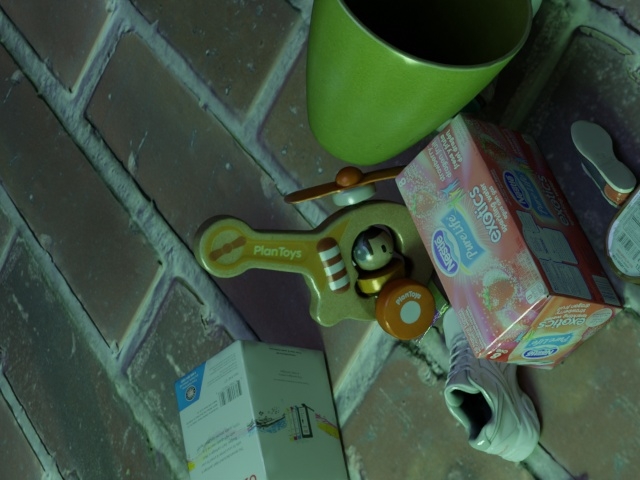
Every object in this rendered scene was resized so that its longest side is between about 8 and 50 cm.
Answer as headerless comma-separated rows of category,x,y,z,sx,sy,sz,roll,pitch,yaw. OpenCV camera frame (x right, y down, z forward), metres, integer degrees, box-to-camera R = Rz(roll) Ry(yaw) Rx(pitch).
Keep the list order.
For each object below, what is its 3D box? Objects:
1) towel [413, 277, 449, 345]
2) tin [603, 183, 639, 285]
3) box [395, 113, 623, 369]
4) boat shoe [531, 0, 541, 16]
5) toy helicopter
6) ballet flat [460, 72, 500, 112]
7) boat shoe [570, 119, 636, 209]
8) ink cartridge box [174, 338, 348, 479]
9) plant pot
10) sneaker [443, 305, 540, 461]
towel,0.145,0.101,2.122,0.083,0.009,0.060,-55,45,23
tin,0.419,-0.027,1.826,0.190,0.040,0.106,-55,50,24
box,0.237,0.002,1.935,0.142,0.154,0.300,-46,51,31
boat shoe,0.280,-0.405,2.029,0.114,0.091,0.303,40,109,50
toy helicopter,0.000,0.000,2.043,0.140,0.355,0.235,-151,68,-62
ballet flat,0.138,-0.244,2.165,0.316,0.107,0.106,11,69,44
boat shoe,0.356,-0.097,1.908,0.043,0.049,0.137,86,160,-51
ink cartridge box,-0.087,0.291,2.216,0.171,0.168,0.233,-34,57,39
plant pot,0.091,-0.236,1.962,0.293,0.274,0.275,119,141,-50
sneaker,0.203,0.174,1.958,0.090,0.115,0.232,-44,51,32
